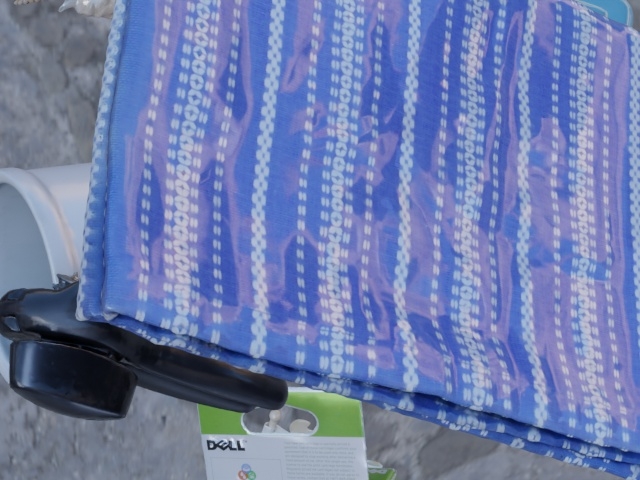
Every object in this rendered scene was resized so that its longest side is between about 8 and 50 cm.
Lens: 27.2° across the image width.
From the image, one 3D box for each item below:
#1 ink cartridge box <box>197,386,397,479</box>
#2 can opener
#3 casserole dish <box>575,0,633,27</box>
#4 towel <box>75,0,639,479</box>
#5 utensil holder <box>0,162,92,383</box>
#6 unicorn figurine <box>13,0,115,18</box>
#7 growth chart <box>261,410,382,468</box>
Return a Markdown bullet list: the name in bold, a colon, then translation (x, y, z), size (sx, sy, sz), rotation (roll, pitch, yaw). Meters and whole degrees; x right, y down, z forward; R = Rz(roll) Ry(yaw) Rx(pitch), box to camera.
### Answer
- **ink cartridge box**: translation (-0.018, 0.259, 1.396), size (0.188, 0.097, 0.255), rotation (-1, 105, 19)
- **can opener**: translation (-0.093, 0.064, 0.704), size (0.186, 0.059, 0.073), rotation (22, 75, -47)
- **casserole dish**: translation (0.263, -0.242, 1.445), size (0.188, 0.037, 0.114), rotation (17, 67, -2)
- **towel**: translation (0.061, -0.036, 0.590), size (0.336, 0.040, 0.243), rotation (19, 63, -31)
- **utensil holder**: translation (-0.283, 0.031, 1.966), size (0.385, 0.327, 0.328), rotation (-11, 65, -34)
- **unicorn figurine**: translation (-0.075, -0.171, 0.675), size (0.161, 0.111, 0.060), rotation (-6, 26, -17)
- **growth chart**: translation (0.011, 0.333, 1.750), size (0.237, 0.172, 0.021), rotation (30, 27, 3)
